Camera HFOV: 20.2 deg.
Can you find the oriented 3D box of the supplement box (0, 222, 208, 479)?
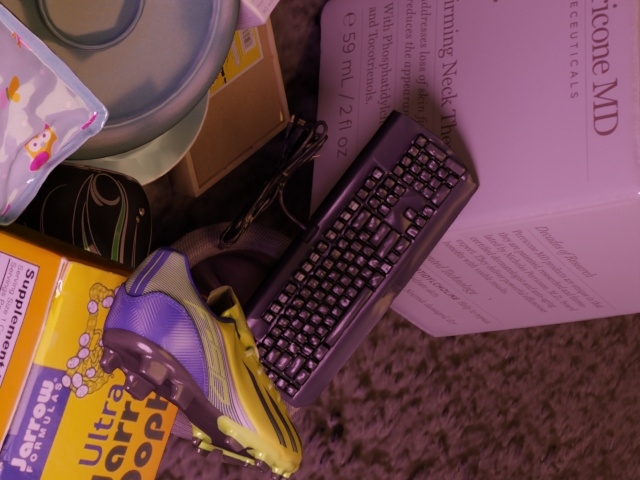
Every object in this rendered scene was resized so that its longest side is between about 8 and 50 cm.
[{"bbox_3d":[-0.302,0.075,1.524,0.195,0.356,0.194,18,90,-54],"label":"supplement box"}]

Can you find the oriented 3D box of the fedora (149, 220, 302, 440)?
[{"bbox_3d":[-0.127,0.092,1.959,0.275,0.124,0.243,9,95,-45],"label":"fedora"}]

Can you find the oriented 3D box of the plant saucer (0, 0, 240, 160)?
[{"bbox_3d":[-0.216,-0.228,1.650,0.318,0.044,0.317,-5,102,-22],"label":"plant saucer"}]

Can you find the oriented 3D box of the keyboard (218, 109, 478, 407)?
[{"bbox_3d":[0.000,0.000,1.863,0.317,0.201,0.033,-53,-175,4],"label":"keyboard"}]

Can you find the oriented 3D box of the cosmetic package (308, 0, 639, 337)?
[{"bbox_3d":[0.238,-0.107,2.052,0.327,0.394,0.329,36,51,-53],"label":"cosmetic package"}]

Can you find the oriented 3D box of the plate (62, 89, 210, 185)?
[{"bbox_3d":[-0.198,-0.140,1.821,0.188,0.024,0.188,-18,124,-29],"label":"plate"}]

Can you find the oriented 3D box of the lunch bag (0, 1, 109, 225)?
[{"bbox_3d":[-0.330,-0.164,1.454,0.160,0.223,0.262,-48,122,-9],"label":"lunch bag"}]

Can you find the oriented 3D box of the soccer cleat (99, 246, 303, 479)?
[{"bbox_3d":[-0.076,0.107,1.456,0.289,0.093,0.121,50,57,-52],"label":"soccer cleat"}]

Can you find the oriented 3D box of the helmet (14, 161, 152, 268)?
[{"bbox_3d":[-0.248,0.014,1.738,0.169,0.169,0.161,20,73,-54],"label":"helmet"}]

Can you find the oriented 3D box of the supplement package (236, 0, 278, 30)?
[{"bbox_3d":[-0.115,-0.304,1.770,0.179,0.105,0.105,42,69,-25],"label":"supplement package"}]

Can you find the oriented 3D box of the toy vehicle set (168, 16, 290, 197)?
[{"bbox_3d":[-0.118,-0.200,1.921,0.166,0.035,0.267,-40,133,-36],"label":"toy vehicle set"}]
